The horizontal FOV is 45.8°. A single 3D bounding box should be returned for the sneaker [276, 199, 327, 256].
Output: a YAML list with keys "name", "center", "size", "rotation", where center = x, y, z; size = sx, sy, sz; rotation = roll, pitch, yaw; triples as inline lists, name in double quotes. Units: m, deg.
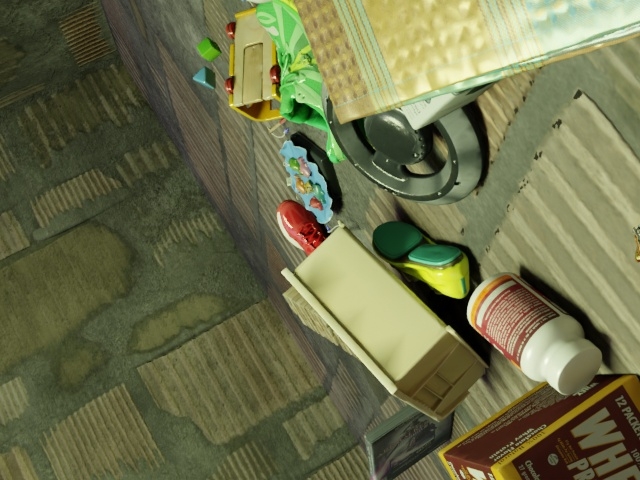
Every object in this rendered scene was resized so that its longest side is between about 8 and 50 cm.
- name: "sneaker"
  center: [0.000, 0.000, 1.639]
  size: [0.221, 0.087, 0.128]
  rotation: [52, 161, -14]

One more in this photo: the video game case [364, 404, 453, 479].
- name: "video game case"
  center: [0.177, 0.382, 1.473]
  size: [0.026, 0.196, 0.274]
  rotation: [50, 163, 31]

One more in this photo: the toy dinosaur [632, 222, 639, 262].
- name: "toy dinosaur"
  center: [0.337, 0.088, 0.489]
  size: [0.322, 0.164, 0.218]
  rotation: [35, 172, 23]

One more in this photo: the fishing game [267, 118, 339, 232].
- name: "fishing game"
  center: [-0.035, -0.111, 1.485]
  size: [0.264, 0.041, 0.189]
  rotation: [62, 164, -7]

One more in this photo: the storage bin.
- name: "storage bin"
  center: [0.110, 0.131, 1.182]
  size: [0.262, 0.123, 0.260]
  rotation: [45, -179, 33]

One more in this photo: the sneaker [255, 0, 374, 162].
- name: "sneaker"
  center: [-0.021, -0.235, 1.067]
  size: [0.295, 0.123, 0.109]
  rotation: [57, -173, 21]

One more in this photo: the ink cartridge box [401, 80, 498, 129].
- name: "ink cartridge box"
  center: [0.118, -0.212, 0.707]
  size: [0.153, 0.087, 0.208]
  rotation: [60, 166, 2]

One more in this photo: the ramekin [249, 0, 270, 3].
- name: "ramekin"
  center: [-0.080, -0.411, 0.985]
  size: [0.207, 0.109, 0.207]
  rotation: [56, 166, 22]

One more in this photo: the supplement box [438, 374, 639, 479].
- name: "supplement box"
  center: [0.273, 0.258, 0.872]
  size: [0.129, 0.191, 0.194]
  rotation: [60, 166, 4]

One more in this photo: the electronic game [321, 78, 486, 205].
- name: "electronic game"
  center: [0.096, -0.133, 0.916]
  size: [0.229, 0.048, 0.229]
  rotation: [31, 151, 19]

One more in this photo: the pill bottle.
- name: "pill bottle"
  center: [0.248, 0.108, 0.883]
  size: [0.152, 0.086, 0.086]
  rotation: [46, 160, 49]

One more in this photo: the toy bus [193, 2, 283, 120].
- name: "toy bus"
  center: [-0.088, -0.297, 1.245]
  size: [0.191, 0.202, 0.104]
  rotation: [45, -169, 29]

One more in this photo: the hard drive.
- name: "hard drive"
  center: [-0.010, -0.144, 1.459]
  size: [0.135, 0.022, 0.094]
  rotation: [45, 159, 50]

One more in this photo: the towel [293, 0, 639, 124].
- name: "towel"
  center: [0.086, -0.247, 0.563]
  size: [0.370, 0.040, 0.271]
  rotation: [-7, 106, 55]

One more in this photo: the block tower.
- name: "block tower"
  center: [0.061, 0.167, 1.559]
  size: [0.335, 0.097, 0.091]
  rotation: [28, 153, 51]

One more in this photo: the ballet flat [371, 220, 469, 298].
- name: "ballet flat"
  center: [0.148, 0.033, 1.131]
  size: [0.077, 0.077, 0.231]
  rotation: [64, 165, -23]
